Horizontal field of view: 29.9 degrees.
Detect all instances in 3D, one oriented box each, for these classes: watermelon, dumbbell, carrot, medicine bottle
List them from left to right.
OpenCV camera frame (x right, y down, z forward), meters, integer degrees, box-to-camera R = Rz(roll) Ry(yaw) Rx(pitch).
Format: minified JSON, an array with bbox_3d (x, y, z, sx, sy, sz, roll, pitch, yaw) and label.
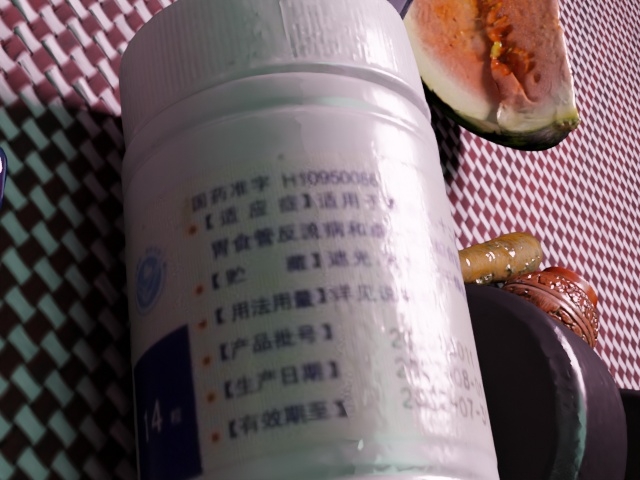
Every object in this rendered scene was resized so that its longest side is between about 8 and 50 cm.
[{"bbox_3d":[-0.014,0.027,0.680,0.190,0.190,0.332,26,48,-47],"label":"medicine bottle"},{"bbox_3d":[0.128,-0.213,1.145,0.128,0.159,0.303,-1,69,-26],"label":"watermelon"},{"bbox_3d":[0.133,0.023,1.062,0.254,0.049,0.049,-8,76,-54],"label":"carrot"},{"bbox_3d":[0.158,0.173,0.832,0.322,0.204,0.203,31,44,-45],"label":"dumbbell"}]

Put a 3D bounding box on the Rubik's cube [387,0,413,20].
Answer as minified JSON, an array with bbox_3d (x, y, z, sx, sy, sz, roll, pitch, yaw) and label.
[{"bbox_3d":[-0.016,-0.180,0.975,0.191,0.211,0.178,-2,90,-24],"label":"Rubik's cube"}]

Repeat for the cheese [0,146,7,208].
[{"bbox_3d":[-0.213,-0.058,0.579,0.145,0.038,0.095,33,43,-41],"label":"cheese"}]

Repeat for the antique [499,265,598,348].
[{"bbox_3d":[0.197,0.076,1.068,0.104,0.104,0.104,37,41,-40],"label":"antique"}]
